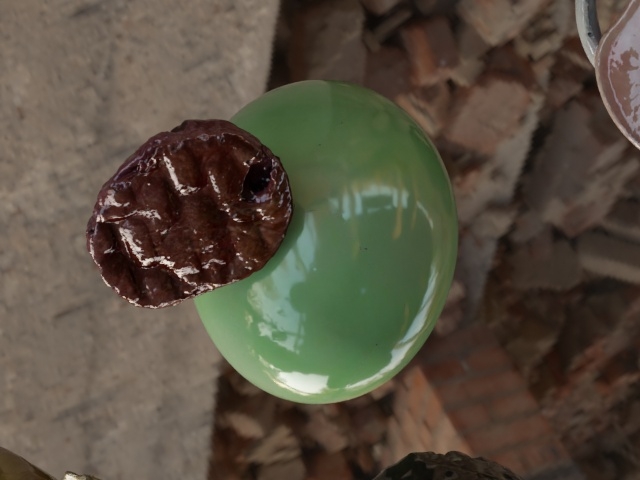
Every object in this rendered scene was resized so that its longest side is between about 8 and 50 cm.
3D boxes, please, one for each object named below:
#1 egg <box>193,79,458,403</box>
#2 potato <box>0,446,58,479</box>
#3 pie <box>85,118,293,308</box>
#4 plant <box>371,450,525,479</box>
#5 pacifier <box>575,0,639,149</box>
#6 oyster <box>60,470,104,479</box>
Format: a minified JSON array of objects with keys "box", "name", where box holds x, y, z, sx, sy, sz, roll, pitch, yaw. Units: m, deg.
[{"box":[0.000,0.000,1.180,0.221,0.269,0.220,2,155,1],"name":"egg"},{"box":[-0.196,0.177,0.491,0.196,0.246,0.300,18,149,-19],"name":"potato"},{"box":[-0.092,-0.018,1.027,0.154,0.038,0.153,-11,129,-14],"name":"pie"},{"box":[0.147,0.288,1.057,0.194,0.320,0.181,0,114,-22],"name":"plant"},{"box":[0.401,-0.223,1.439,0.220,0.273,0.332,8,107,-24],"name":"pacifier"},{"box":[-0.101,0.263,1.071,0.107,0.233,0.161,-34,149,-46],"name":"oyster"}]
